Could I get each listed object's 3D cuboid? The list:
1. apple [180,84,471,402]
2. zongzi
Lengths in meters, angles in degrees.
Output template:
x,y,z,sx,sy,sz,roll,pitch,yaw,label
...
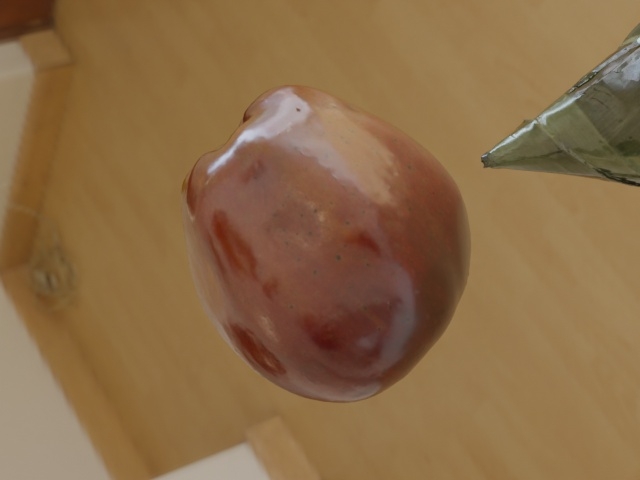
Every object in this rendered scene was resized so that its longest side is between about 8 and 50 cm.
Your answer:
x,y,z,sx,sy,sz,roll,pitch,yaw,label
0.000,-0.002,0.834,0.158,0.156,0.147,45,169,-18,apple
0.134,-0.027,0.526,0.109,0.119,0.055,44,162,22,zongzi
